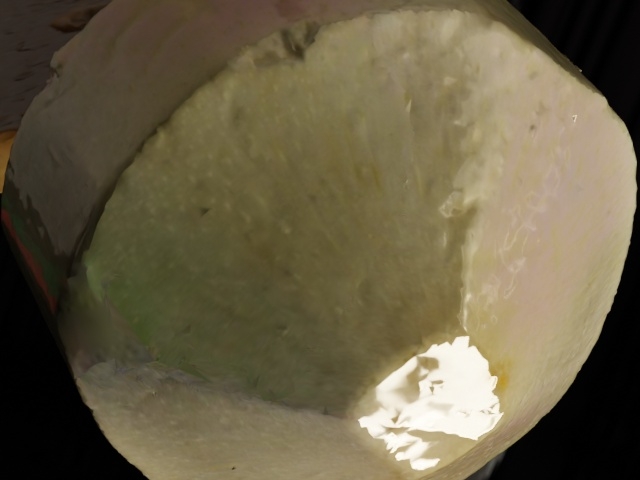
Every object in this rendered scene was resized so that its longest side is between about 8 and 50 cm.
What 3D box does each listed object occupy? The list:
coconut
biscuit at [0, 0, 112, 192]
[{"bbox_3d":[0.000,0.000,0.629,0.259,0.259,0.259,19,-163,-6],"label":"coconut"},{"bbox_3d":[-0.192,-0.120,1.095,0.365,0.062,0.385,-12,-155,5],"label":"biscuit"}]
